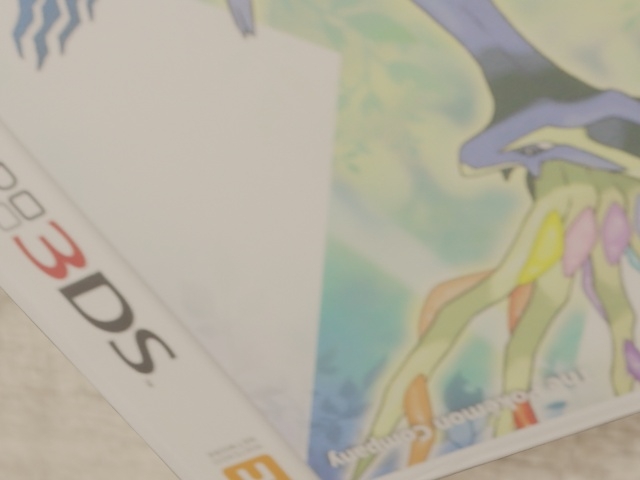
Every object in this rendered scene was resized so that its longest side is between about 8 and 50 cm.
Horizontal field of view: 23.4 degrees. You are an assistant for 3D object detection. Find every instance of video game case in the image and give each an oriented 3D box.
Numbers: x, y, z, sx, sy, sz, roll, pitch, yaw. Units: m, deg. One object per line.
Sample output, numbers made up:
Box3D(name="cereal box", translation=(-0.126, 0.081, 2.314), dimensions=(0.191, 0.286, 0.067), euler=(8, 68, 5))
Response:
Box3D(name="video game case", translation=(0.028, -0.066, 0.386), dimensions=(0.329, 0.036, 0.300), euler=(-23, 121, 26))
